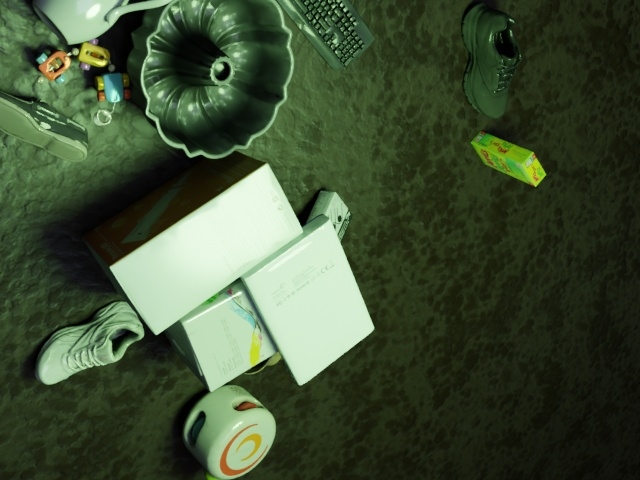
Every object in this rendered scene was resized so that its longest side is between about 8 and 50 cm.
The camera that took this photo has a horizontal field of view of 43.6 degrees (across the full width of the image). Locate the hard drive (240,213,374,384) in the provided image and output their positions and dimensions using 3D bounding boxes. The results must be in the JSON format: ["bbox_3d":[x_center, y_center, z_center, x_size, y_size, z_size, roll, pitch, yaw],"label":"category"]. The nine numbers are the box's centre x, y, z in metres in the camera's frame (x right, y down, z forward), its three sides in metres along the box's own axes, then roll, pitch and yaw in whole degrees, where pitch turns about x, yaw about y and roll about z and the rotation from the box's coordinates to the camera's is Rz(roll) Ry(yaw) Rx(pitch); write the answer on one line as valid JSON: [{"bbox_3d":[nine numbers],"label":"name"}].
[{"bbox_3d":[-0.020,0.127,1.642,0.210,0.040,0.318,-35,128,-17],"label":"hard drive"}]

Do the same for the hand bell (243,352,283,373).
[{"bbox_3d":[-0.093,0.271,1.905,0.242,0.126,0.126,26,96,-53],"label":"hand bell"}]

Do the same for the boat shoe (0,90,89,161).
[{"bbox_3d":[-0.496,-0.211,1.394,0.206,0.075,0.064,31,50,-36],"label":"boat shoe"}]

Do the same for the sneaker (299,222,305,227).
[{"bbox_3d":[-0.032,0.036,1.847,0.089,0.051,0.170,-9,113,-44],"label":"sneaker"}]

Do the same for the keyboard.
[{"bbox_3d":[0.020,-0.509,1.618,0.201,0.033,0.317,-50,132,-4],"label":"keyboard"}]

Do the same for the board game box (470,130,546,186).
[{"bbox_3d":[0.466,-0.205,1.992,0.043,0.181,0.092,-49,131,-5],"label":"board game box"}]

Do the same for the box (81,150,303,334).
[{"bbox_3d":[-0.248,-0.012,1.544,0.345,0.215,0.168,-36,120,-16],"label":"box"}]

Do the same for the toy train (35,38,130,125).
[{"bbox_3d":[-0.416,-0.289,1.409,0.125,0.046,0.166,-47,128,-5],"label":"toy train"}]

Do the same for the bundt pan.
[{"bbox_3d":[-0.213,-0.322,1.468,0.331,0.124,0.330,-22,124,-36],"label":"bundt pan"}]

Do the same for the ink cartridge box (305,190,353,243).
[{"bbox_3d":[0.000,0.000,1.795,0.097,0.046,0.207,50,56,-46],"label":"ink cartridge box"}]

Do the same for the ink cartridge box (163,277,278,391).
[{"bbox_3d":[-0.188,0.139,1.687,0.270,0.198,0.197,-30,127,-21],"label":"ink cartridge box"}]

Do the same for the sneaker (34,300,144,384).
[{"bbox_3d":[-0.456,0.214,1.587,0.232,0.115,0.090,-36,129,-16],"label":"sneaker"}]

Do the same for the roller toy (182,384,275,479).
[{"bbox_3d":[-0.213,0.438,1.856,0.209,0.146,0.191,-37,138,-22],"label":"roller toy"}]

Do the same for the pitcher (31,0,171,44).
[{"bbox_3d":[-0.350,-0.406,1.311,0.207,0.178,0.125,-45,160,-11],"label":"pitcher"}]

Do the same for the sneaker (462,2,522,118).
[{"bbox_3d":[0.411,-0.409,1.884,0.109,0.130,0.286,-33,129,-21],"label":"sneaker"}]
